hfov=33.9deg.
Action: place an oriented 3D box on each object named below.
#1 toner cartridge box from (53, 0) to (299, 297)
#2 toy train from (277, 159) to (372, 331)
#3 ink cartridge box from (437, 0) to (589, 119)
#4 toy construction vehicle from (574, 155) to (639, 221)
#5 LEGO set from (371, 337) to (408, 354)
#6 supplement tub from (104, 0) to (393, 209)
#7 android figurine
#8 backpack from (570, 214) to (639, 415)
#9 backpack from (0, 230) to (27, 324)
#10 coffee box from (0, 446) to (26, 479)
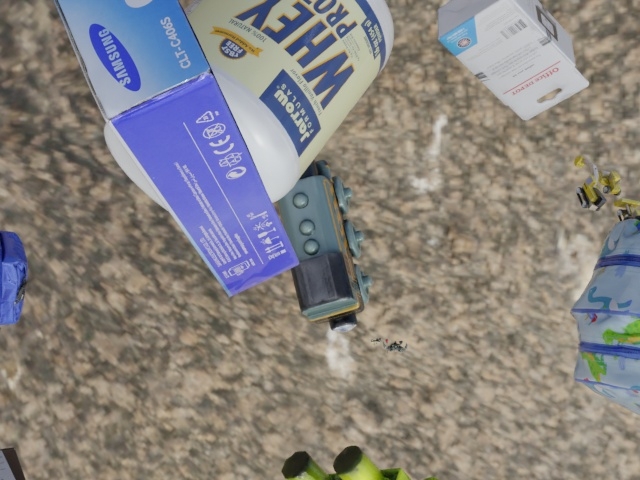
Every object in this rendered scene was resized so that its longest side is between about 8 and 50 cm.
[{"bbox_3d":[-0.105,-0.091,0.813,0.075,0.348,0.165,-26,67,-2],"label":"toner cartridge box"},{"bbox_3d":[0.000,0.000,1.909,0.142,0.190,0.334,-15,76,10],"label":"toy train"},{"bbox_3d":[0.238,-0.238,1.288,0.180,0.104,0.060,36,40,-34],"label":"ink cartridge box"},{"bbox_3d":[0.373,-0.063,1.350,0.086,0.098,0.035,12,136,-24],"label":"toy construction vehicle"},{"bbox_3d":[0.137,0.207,2.038,0.054,0.083,0.023,-1,95,-31],"label":"LEGO set"},{"bbox_3d":[-0.084,-0.191,1.275,0.235,0.235,0.325,44,65,-19],"label":"supplement tub"},{"bbox_3d":[0.076,0.356,1.332,0.273,0.248,0.056,48,45,-28],"label":"android figurine"},{"bbox_3d":[0.434,0.109,1.085,0.355,0.290,0.273,43,82,-17],"label":"backpack"},{"bbox_3d":[-0.330,0.050,0.985,0.101,0.098,0.120,9,115,-19],"label":"backpack"},{"bbox_3d":[-0.556,0.526,1.805,0.118,0.297,0.168,-3,130,-33],"label":"coffee box"}]
